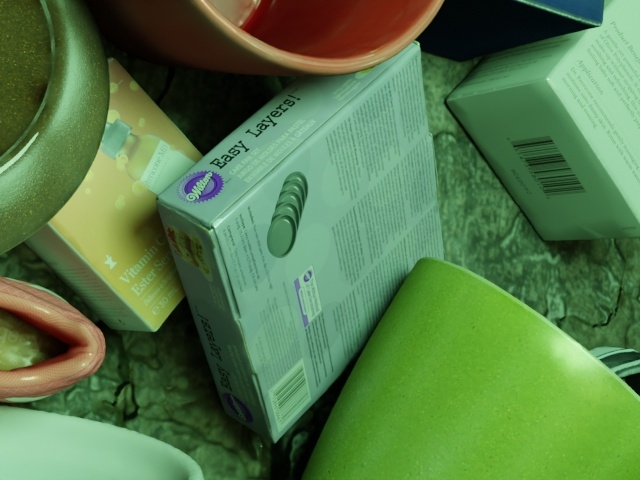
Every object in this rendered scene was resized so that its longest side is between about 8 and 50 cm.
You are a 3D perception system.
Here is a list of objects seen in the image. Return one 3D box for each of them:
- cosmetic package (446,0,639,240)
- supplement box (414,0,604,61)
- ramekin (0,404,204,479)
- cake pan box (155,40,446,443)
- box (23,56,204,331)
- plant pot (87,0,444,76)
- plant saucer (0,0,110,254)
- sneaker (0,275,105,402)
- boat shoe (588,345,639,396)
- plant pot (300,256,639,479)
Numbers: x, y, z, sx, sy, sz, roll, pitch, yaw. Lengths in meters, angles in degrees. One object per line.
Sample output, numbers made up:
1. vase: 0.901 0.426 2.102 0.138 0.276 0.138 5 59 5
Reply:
1. cosmetic package: 0.323 -0.190 1.220 0.365 0.155 0.197 -46 111 -25
2. supplement box: 0.129 -0.364 1.086 0.195 0.194 0.357 11 82 -31
3. ramekin: -0.223 0.198 0.808 0.277 0.277 0.135 8 92 -31
4. cake pan box: 0.000 0.000 0.992 0.246 0.070 0.267 -43 142 -27
5. box: -0.162 -0.032 0.954 0.170 0.091 0.130 48 66 -21
6. plant pot: -0.068 -0.244 0.932 0.274 0.243 0.275 2 87 -32
7. plant saucer: -0.296 -0.125 0.836 0.310 0.050 0.311 6 70 -15
8. sneaker: -0.292 0.047 0.845 0.313 0.136 0.116 11 81 -31
9. boat shoe: 0.233 0.188 1.180 0.301 0.102 0.108 -22 99 -30
10. plant pot: 0.095 0.212 0.994 0.275 0.275 0.293 43 81 -23
